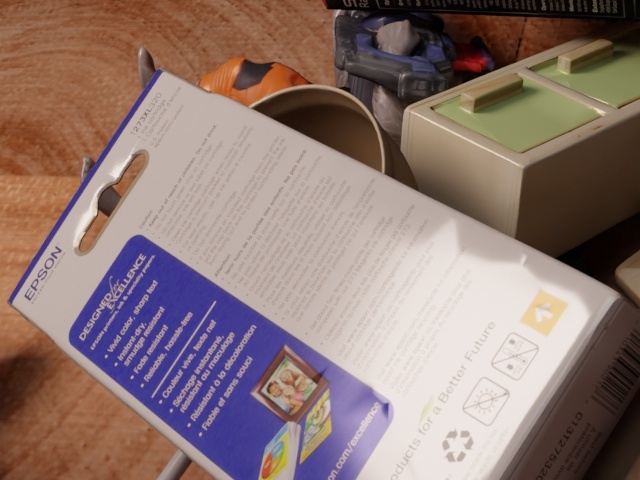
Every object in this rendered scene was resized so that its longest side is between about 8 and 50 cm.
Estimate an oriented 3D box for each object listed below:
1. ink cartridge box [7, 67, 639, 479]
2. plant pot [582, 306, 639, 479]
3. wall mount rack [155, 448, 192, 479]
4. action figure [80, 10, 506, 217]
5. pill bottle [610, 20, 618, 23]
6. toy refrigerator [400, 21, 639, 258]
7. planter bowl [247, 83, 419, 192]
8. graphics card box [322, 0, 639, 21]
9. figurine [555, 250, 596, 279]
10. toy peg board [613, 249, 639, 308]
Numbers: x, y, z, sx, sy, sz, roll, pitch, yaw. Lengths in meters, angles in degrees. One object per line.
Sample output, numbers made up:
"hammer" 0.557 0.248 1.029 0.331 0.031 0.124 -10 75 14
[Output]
"ink cartridge box" -0.016 0.041 0.735 0.371 0.069 0.175 30 86 42
"plant pot" 0.191 0.140 0.732 0.263 0.263 0.229 -39 32 -17
"wall mount rack" -0.105 0.184 0.804 0.304 0.130 0.350 -19 26 -22
"action figure" 0.014 -0.097 1.088 0.330 0.178 0.341 -2 20 9
"pill bottle" 0.233 -0.262 1.117 0.161 0.161 0.283 -43 50 -20
"toy refrigerator" 0.183 -0.077 0.946 0.270 0.094 0.102 -25 42 -35
"planter bowl" 0.000 0.000 0.868 0.162 0.109 0.162 -19 54 29
"graphics card box" 0.190 -0.267 0.968 0.371 0.094 0.232 4 59 18
"figurine" 0.087 0.047 0.949 0.215 0.092 0.209 -17 38 5
"toy peg board" 0.297 0.047 0.887 0.161 0.079 0.160 -35 63 -13
